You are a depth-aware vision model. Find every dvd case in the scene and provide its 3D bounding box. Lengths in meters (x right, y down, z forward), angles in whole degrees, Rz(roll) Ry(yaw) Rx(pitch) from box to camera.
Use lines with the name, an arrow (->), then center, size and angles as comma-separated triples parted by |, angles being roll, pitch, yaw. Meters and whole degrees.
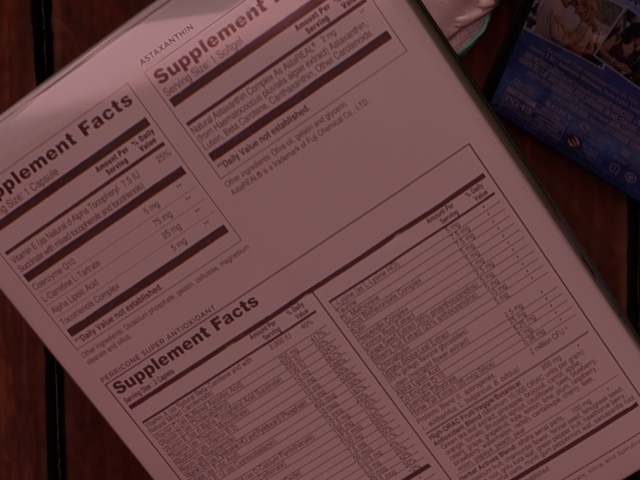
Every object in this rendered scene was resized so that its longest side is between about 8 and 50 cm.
dvd case -> 0.186, -0.109, 0.577 | 0.180, 0.022, 0.253 | 34, 141, 14

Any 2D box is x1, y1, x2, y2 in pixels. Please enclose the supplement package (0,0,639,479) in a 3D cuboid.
supplement package -> 0.000, 0.000, 0.584 | 0.198, 0.199, 0.263 | -34, 103, 10

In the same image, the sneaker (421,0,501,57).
sneaker -> 0.081, -0.145, 0.667 | 0.212, 0.080, 0.094 | -9, 103, 17
